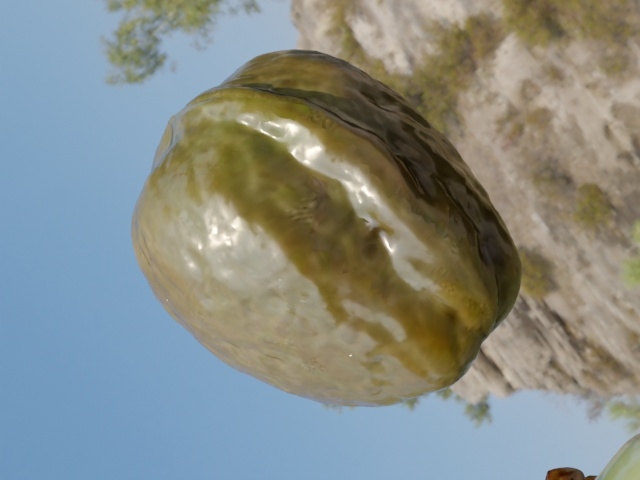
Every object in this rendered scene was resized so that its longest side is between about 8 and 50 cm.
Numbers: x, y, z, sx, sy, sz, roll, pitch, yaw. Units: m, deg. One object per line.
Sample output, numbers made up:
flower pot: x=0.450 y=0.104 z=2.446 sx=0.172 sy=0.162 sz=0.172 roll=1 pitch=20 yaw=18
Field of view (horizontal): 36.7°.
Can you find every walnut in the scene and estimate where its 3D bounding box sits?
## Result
walnut: x=0.000 y=0.000 z=0.703 sx=0.283 sy=0.283 sz=0.227 roll=46 pitch=-124 yaw=-17

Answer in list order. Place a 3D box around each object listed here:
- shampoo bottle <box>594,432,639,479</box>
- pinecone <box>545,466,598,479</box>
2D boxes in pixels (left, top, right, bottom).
shampoo bottle: x=0.217 y=0.298 z=0.569 sx=0.322 sy=0.317 sz=0.322 roll=39 pitch=179 yaw=1
pinecone: x=0.262 y=0.349 z=0.906 sx=0.264 sy=0.264 sz=0.264 roll=45 pitch=-162 yaw=-19
